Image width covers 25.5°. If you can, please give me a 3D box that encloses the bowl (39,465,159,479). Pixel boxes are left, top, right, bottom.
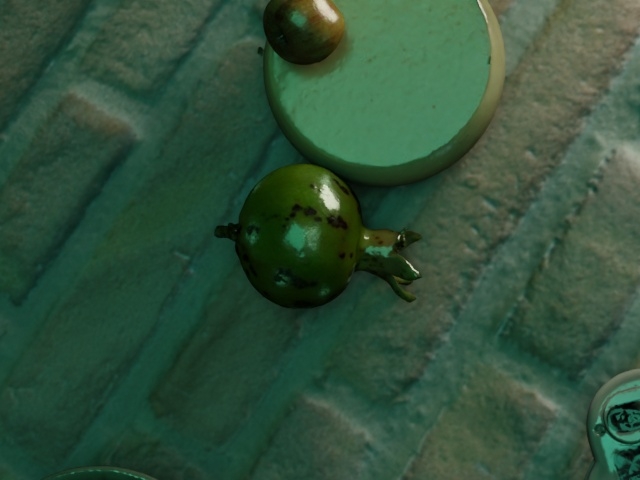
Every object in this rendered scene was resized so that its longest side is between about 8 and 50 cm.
[{"bbox_3d":[-0.218,0.381,1.509,0.289,0.146,0.289,-1,85,9],"label":"bowl"}]

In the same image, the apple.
[{"bbox_3d":[-0.017,-0.227,1.486,0.071,0.084,0.084,-36,77,-31],"label":"apple"}]

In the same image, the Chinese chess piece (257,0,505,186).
[{"bbox_3d":[0.070,-0.193,1.561,0.273,0.102,0.273,-1,84,7],"label":"Chinese chess piece"}]

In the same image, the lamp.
[{"bbox_3d":[0.352,0.255,1.461,0.179,0.108,0.246,-15,79,2],"label":"lamp"}]

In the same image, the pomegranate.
[{"bbox_3d":[0.006,0.008,1.538,0.220,0.156,0.156,24,86,-21],"label":"pomegranate"}]
